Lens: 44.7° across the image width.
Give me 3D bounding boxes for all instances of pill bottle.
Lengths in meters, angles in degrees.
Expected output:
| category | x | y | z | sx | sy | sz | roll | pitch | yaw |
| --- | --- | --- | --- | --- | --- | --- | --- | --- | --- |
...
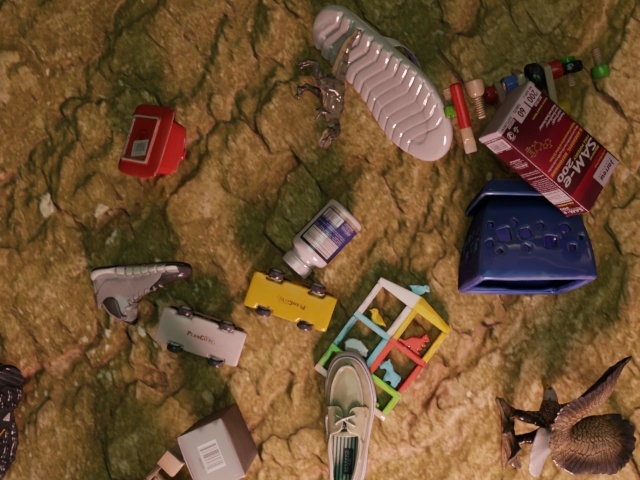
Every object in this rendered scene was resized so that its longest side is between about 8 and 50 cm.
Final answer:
| category | x | y | z | sx | sy | sz | roll | pitch | yaw |
| --- | --- | --- | --- | --- | --- | --- | --- | --- | --- |
| pill bottle | 0.000 | 0.000 | 1.681 | 0.094 | 0.094 | 0.169 | 44 | 89 | 3 |

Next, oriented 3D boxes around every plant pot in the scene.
| category | x | y | z | sx | sy | sz | roll | pitch | yaw |
| --- | --- | --- | --- | --- | --- | --- | --- | --- | --- |
| plant pot | 0.415 | -0.006 | 1.609 | 0.236 | 0.236 | 0.212 | 1 | 80 | 0 |

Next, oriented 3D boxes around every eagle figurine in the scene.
| category | x | y | z | sx | sy | sz | roll | pitch | yaw |
| --- | --- | --- | --- | --- | --- | --- | --- | --- | --- |
| eagle figurine | 0.517 | 0.367 | 1.604 | 0.298 | 0.226 | 0.225 | -7 | 66 | 6 |

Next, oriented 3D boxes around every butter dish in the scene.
| category | x | y | z | sx | sy | sz | roll | pitch | yaw |
| --- | --- | --- | --- | --- | --- | --- | --- | --- | --- |
| butter dish | -0.346 | -0.204 | 1.696 | 0.160 | 0.118 | 0.160 | 13 | 85 | 44 |

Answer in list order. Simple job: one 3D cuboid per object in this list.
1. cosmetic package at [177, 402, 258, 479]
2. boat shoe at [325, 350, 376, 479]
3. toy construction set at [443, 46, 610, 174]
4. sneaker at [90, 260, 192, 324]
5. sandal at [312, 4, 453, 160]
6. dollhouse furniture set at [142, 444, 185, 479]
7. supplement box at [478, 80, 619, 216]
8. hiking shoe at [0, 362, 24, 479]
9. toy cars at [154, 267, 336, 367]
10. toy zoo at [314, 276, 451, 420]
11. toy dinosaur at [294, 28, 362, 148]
| category | x | y | z | sx | sy | sz | roll | pitch | yaw |
| --- | --- | --- | --- | --- | --- | --- | --- | --- | --- |
| cosmetic package | -0.204 | 0.419 | 1.589 | 0.107 | 0.238 | 0.127 | -24 | 83 | -3 |
| boat shoe | 0.062 | 0.386 | 1.633 | 0.109 | 0.094 | 0.302 | -2 | 95 | 9 |
| toy construction set | 0.408 | -0.229 | 1.602 | 0.309 | 0.257 | 0.237 | -16 | 95 | -24 |
| sneaker | -0.384 | 0.115 | 1.695 | 0.228 | 0.086 | 0.132 | -4 | 91 | 11 |
| sandal | 0.154 | -0.360 | 1.692 | 0.416 | 0.169 | 0.102 | 50 | 49 | 4 |
| dollhouse furniture set | -0.299 | 0.639 | 1.526 | 0.303 | 0.174 | 0.355 | 40 | 119 | 6 |
| supplement box | 0.431 | -0.170 | 1.467 | 0.239 | 0.073 | 0.130 | 38 | 75 | -12 |
| hiking shoe | -0.726 | 0.398 | 1.683 | 0.132 | 0.113 | 0.304 | 17 | 94 | 32 |
| toy cars | -0.159 | 0.162 | 1.681 | 0.393 | 0.087 | 0.176 | -22 | 98 | 4 |
| toy zoo | 0.148 | 0.216 | 1.695 | 0.192 | 0.030 | 0.293 | 37 | 88 | 3 |
| toy dinosaur | 0.008 | -0.340 | 1.694 | 0.118 | 0.064 | 0.268 | 16 | 116 | 7 |
